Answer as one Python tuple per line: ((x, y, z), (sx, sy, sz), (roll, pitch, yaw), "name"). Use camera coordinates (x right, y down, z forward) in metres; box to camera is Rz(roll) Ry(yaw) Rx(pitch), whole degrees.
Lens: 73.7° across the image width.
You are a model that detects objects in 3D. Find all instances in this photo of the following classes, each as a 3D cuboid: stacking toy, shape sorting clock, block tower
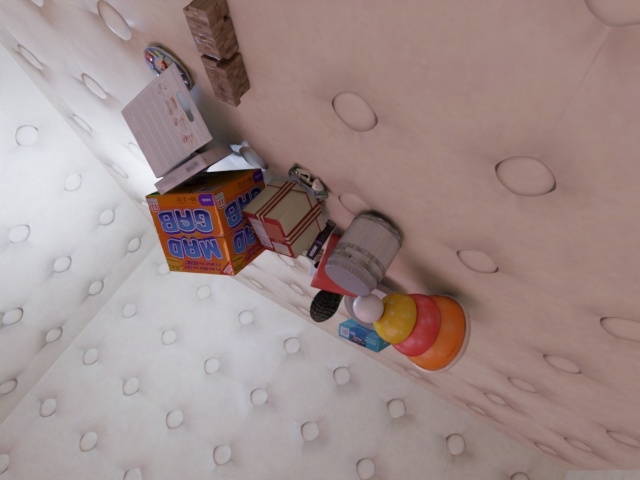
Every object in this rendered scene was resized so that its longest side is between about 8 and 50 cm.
((0.340, 0.320, 1.755), (0.480, 0.350, 0.351), (26, 163, -26), "stacking toy")
((-0.572, -0.635, 1.597), (0.206, 0.040, 0.206), (29, 158, 13), "shape sorting clock")
((-0.304, -0.570, 1.294), (0.091, 0.097, 0.335), (27, 155, 18), "block tower")

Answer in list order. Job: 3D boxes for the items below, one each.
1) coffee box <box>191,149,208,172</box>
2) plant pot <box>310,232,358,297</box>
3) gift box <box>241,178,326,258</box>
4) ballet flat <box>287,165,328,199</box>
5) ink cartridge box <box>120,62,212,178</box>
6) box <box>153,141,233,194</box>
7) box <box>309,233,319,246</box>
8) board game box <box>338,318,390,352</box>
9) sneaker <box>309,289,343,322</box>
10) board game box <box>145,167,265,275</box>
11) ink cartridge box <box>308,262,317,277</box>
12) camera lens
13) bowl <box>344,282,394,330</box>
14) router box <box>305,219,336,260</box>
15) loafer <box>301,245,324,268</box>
((-0.644, -0.394, 1.965), (0.168, 0.118, 0.297), (29, 178, 9), "coffee box")
((0.112, 0.134, 1.966), (0.244, 0.274, 0.275), (23, 158, 0), "plant pot")
((-0.143, -0.094, 1.820), (0.255, 0.258, 0.276), (19, 145, 32), "gift box")
((-0.043, -0.229, 1.675), (0.189, 0.070, 0.070), (32, 158, -3), "ballet flat")
((-0.583, -0.456, 1.667), (0.385, 0.091, 0.307), (-22, 97, 35), "ink cartridge box")
((-0.506, -0.300, 1.741), (0.058, 0.233, 0.322), (59, -163, -13), "box")
((-0.070, -0.041, 2.147), (0.165, 0.021, 0.201), (38, 158, -9), "box")
((0.302, 0.478, 2.329), (0.254, 0.336, 0.079), (15, 109, 39), "board game box")
((0.071, 0.274, 2.189), (0.134, 0.343, 0.146), (34, 175, 14), "sneaker")
((-0.459, -0.091, 1.871), (0.357, 0.356, 0.355), (1, 115, 26), "board game box")
((0.028, 0.158, 2.412), (0.181, 0.056, 0.224), (28, 139, 16), "ink cartridge box")
((0.170, 0.051, 1.663), (0.220, 0.274, 0.219), (29, 158, 13), "camera lens")
((0.279, 0.310, 2.176), (0.298, 0.134, 0.297), (16, 131, 20), "bowl")
((0.000, 0.000, 1.959), (0.046, 0.133, 0.179), (33, 151, 2), "router box")
((-0.022, 0.096, 2.264), (0.269, 0.092, 0.101), (22, 152, 23), "loafer")
